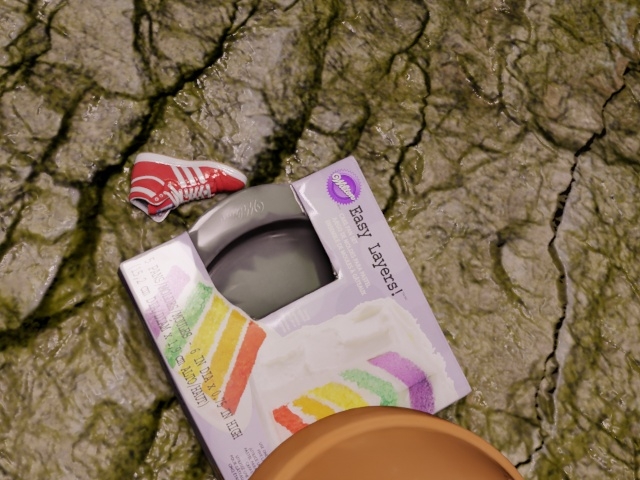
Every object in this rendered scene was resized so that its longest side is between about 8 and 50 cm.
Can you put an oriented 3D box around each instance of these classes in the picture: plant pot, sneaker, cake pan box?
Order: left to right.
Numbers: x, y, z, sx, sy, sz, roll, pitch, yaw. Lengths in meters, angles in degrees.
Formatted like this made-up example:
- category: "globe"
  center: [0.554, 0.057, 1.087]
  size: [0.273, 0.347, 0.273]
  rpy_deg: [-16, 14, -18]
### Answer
- category: "sneaker"
  center: [-0.138, -0.050, 0.888]
  size: [0.119, 0.042, 0.067]
  rpy_deg: [8, 62, 2]
- category: "cake pan box"
  center: [-0.025, 0.080, 0.801]
  size: [0.246, 0.070, 0.266]
  rpy_deg: [-25, 89, -18]
- category: "plant pot"
  center: [0.074, 0.280, 0.660]
  size: [0.291, 0.203, 0.290]
  rpy_deg: [2, 83, -13]
